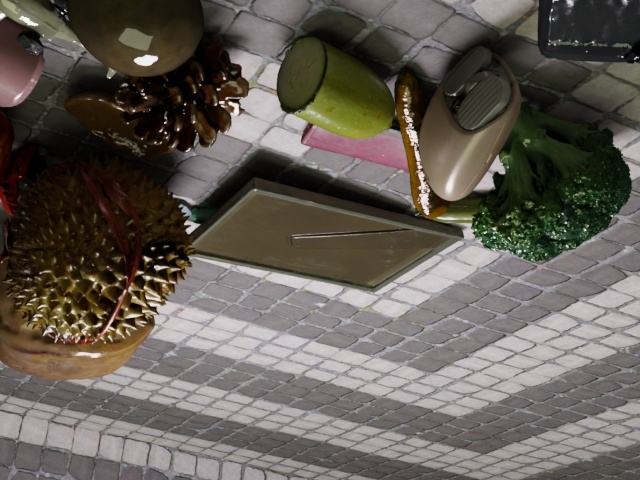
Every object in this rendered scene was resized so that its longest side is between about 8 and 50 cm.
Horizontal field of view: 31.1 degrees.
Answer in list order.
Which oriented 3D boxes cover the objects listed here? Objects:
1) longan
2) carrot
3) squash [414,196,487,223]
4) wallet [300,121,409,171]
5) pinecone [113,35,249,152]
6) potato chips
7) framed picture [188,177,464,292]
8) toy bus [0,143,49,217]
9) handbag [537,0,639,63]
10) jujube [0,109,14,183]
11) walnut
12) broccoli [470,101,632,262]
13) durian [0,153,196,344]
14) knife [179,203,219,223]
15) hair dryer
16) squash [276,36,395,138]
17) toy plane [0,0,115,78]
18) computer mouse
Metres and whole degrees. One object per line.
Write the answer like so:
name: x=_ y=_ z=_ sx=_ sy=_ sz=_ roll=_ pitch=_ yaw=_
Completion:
longan: x=-0.248 y=-0.300 z=1.540 sx=0.185 sy=0.159 sz=0.204 roll=25 pitch=171 yaw=-7
carrot: x=0.157 y=-0.153 z=1.824 sx=0.066 sy=0.066 sz=0.314 roll=-2 pitch=139 yaw=16
squash: x=0.256 y=-0.055 z=2.052 sx=0.184 sy=0.052 sz=0.052 roll=2 pitch=154 yaw=15
wallet: x=0.093 y=-0.162 z=1.892 sx=0.232 sy=0.025 sz=0.119 roll=13 pitch=152 yaw=-16
pinecone: x=-0.207 y=-0.213 z=1.693 sx=0.195 sy=0.149 sz=0.179 roll=-4 pitch=150 yaw=-37
potato chips: x=-0.322 y=-0.197 z=1.879 sx=0.202 sy=0.049 sz=0.150 roll=25 pitch=153 yaw=-38
framed picture: x=0.000 y=0.000 z=2.191 sx=0.446 sy=0.028 sz=0.326 roll=13 pitch=153 yaw=-27
toy bus: x=-0.536 y=-0.106 z=2.080 sx=0.089 sy=0.081 sz=0.195 roll=15 pitch=155 yaw=3
handbag: x=0.353 y=-0.319 z=1.350 sx=0.182 sy=0.181 sz=0.254 roll=8 pitch=156 yaw=11
jujube: x=-0.608 y=-0.136 z=1.926 sx=0.174 sy=0.174 sz=0.250 roll=25 pitch=142 yaw=-33
walnut: x=-0.507 y=0.141 z=2.347 sx=0.344 sy=0.306 sz=0.306 roll=14 pitch=153 yaw=-2
broccoli: x=0.337 y=-0.100 z=1.758 sx=0.270 sy=0.270 sz=0.270 roll=-21 pitch=113 yaw=43
durian: x=-0.391 y=0.022 z=2.004 sx=0.348 sy=0.384 sz=0.347 roll=3 pitch=110 yaw=9
knife: x=-0.262 y=-0.052 z=2.185 sx=0.261 sy=0.034 sz=0.063 roll=6 pitch=156 yaw=6
hair dryer: x=-0.590 y=-0.274 z=1.736 sx=0.210 sy=0.125 sz=0.353 roll=26 pitch=157 yaw=-38
squash: x=0.037 y=-0.213 z=1.699 sx=0.187 sy=0.123 sz=0.123 roll=21 pitch=150 yaw=-33
toy plane: x=-0.370 y=-0.304 z=1.621 sx=0.092 sy=0.108 sz=0.286 roll=-48 pitch=137 yaw=9
computer mouse: x=0.209 y=-0.166 z=1.684 sx=0.082 sy=0.145 sz=0.236 roll=2 pitch=139 yaw=-23
